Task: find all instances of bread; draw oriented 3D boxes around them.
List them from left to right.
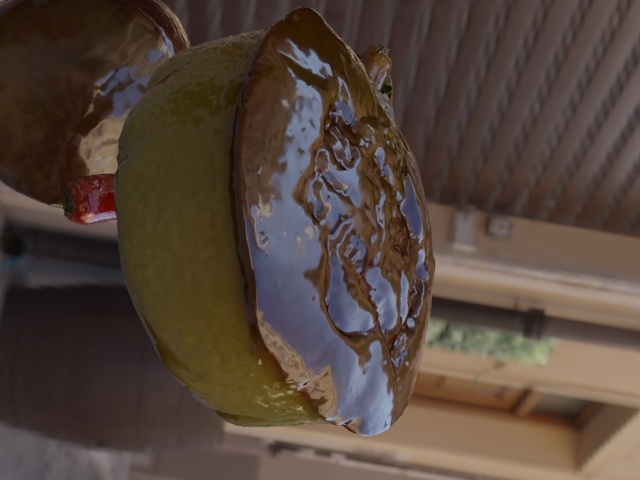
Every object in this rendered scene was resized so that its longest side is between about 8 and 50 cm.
[{"bbox_3d":[-0.018,-0.007,0.935,0.270,0.148,0.269,32,53,-57],"label":"bread"}]

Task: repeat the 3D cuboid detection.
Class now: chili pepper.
[{"bbox_3d":[-0.165,-0.041,1.335,0.178,0.027,0.045,-9,109,-44],"label":"chili pepper"}]

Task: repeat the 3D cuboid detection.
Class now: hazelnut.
[{"bbox_3d":[-0.355,-0.217,2.101,0.366,0.366,0.365,-170,-90,-89],"label":"hazelnut"}]

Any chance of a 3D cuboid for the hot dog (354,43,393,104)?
[{"bbox_3d":[-0.013,-0.063,1.597,0.337,0.135,0.100,-66,-163,5],"label":"hot dog"}]
